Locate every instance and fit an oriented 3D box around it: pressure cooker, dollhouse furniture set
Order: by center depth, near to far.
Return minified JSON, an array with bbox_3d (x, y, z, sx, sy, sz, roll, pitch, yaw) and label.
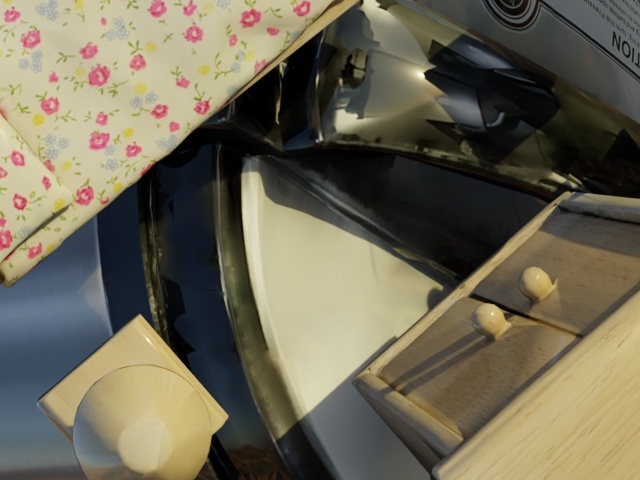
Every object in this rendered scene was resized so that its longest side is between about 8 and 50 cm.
[{"bbox_3d":[-0.009,-0.091,0.556,0.303,0.355,0.174,-40,9,-5],"label":"dollhouse furniture set"},{"bbox_3d":[0.000,0.006,0.890,0.420,0.376,0.370,-8,15,46],"label":"pressure cooker"}]
